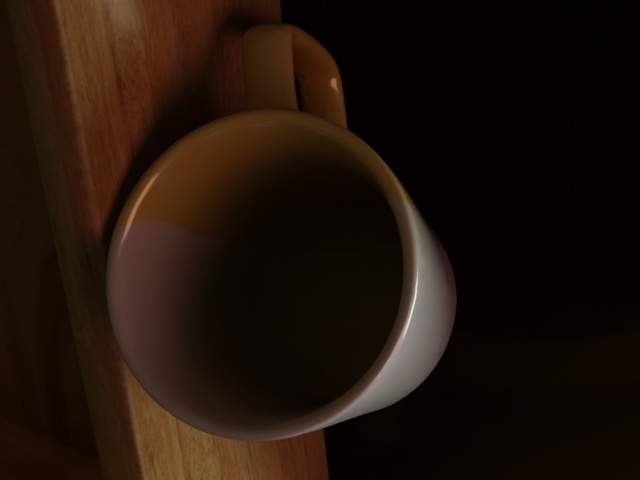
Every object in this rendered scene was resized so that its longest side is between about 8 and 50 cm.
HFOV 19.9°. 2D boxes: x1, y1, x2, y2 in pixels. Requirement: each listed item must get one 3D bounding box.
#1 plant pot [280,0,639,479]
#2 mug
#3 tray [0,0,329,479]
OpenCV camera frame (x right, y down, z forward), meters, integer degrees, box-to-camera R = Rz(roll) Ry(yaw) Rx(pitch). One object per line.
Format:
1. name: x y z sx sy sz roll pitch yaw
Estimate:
1. plant pot: 0.058 -0.132 0.504 0.305 0.334 0.333 -41 141 -37
2. mug: 0.002 0.003 0.368 0.078 0.062 0.064 -64 159 1
3. tray: -0.109 -0.088 0.393 0.076 0.203 0.410 -42 140 -40
